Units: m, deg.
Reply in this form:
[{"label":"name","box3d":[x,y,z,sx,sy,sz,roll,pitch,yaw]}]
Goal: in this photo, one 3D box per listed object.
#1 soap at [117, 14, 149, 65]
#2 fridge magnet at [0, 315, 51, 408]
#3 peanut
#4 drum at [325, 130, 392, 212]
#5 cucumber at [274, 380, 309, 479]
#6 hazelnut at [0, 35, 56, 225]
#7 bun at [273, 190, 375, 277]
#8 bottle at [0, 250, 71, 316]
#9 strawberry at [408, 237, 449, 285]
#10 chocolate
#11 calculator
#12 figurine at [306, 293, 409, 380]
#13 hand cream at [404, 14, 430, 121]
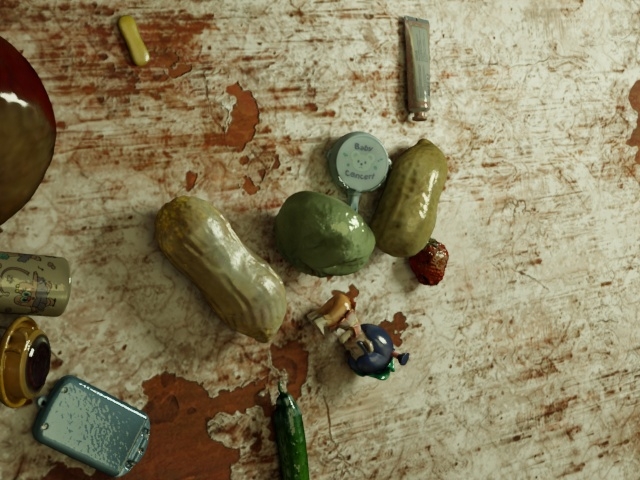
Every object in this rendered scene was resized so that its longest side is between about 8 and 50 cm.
[{"label":"soap","box3d":[-0.317,-0.339,1.765,0.034,0.012,0.089,-28,105,-29]},{"label":"fridge magnet","box3d":[-0.461,0.189,1.611,0.063,0.143,0.143,5,87,9]},{"label":"peanut","box3d":[0.175,-0.084,2.017,0.122,0.137,0.253,14,79,13]},{"label":"drum","box3d":[0.045,-0.086,1.972,0.130,0.049,0.253,23,88,-18]},{"label":"cucumber","box3d":[-0.051,0.378,1.910,0.056,0.056,0.250,-11,98,-32]},{"label":"hazelnut","box3d":[-0.573,-0.128,1.432,0.409,0.359,0.359,-32,106,-24]},{"label":"bun","box3d":[0.000,0.000,1.857,0.195,0.195,0.118,40,64,-26]},{"label":"bottle","box3d":[-0.499,0.058,1.605,0.209,0.097,0.110,8,53,-32]},{"label":"strawberry","box3d":[0.217,0.043,2.067,0.083,0.083,0.096,4,97,-32]},{"label":"chocolate","box3d":[-0.165,0.048,1.794,0.134,0.134,0.309,-46,112,-24]},{"label":"calculator","box3d":[-0.376,0.306,1.714,0.210,0.039,0.121,33,71,-27]},{"label":"figurine","box3d":[0.074,0.184,1.957,0.102,0.111,0.195,-41,113,-4]},{"label":"hand cream","box3d":[0.194,-0.343,2.076,0.067,0.043,0.209,3,83,-34]}]
